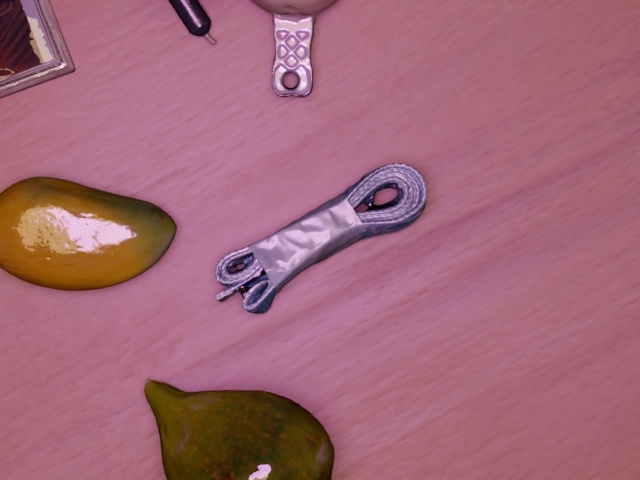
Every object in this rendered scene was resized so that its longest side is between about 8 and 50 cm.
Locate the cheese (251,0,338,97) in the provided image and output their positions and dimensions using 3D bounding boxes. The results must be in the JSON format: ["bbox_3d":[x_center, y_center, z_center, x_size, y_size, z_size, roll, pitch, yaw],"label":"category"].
[{"bbox_3d":[-0.034,-0.325,1.578,0.163,0.082,0.287,5,90,-1],"label":"cheese"}]

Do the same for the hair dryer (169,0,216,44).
[{"bbox_3d":[-0.188,-0.347,1.584,0.124,0.071,0.219,-31,97,-2],"label":"hair dryer"}]

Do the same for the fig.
[{"bbox_3d":[-0.124,0.255,1.529,0.275,0.206,0.206,33,89,20],"label":"fig"}]

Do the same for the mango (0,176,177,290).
[{"bbox_3d":[-0.307,-0.002,1.562,0.237,0.091,0.137,15,95,-2],"label":"mango"}]

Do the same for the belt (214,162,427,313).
[{"bbox_3d":[0.000,0.000,1.580,0.302,0.072,0.087,-31,88,-2],"label":"belt"}]

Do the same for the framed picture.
[{"bbox_3d":[-0.478,-0.270,1.593,0.273,0.016,0.217,-22,91,-2],"label":"framed picture"}]
